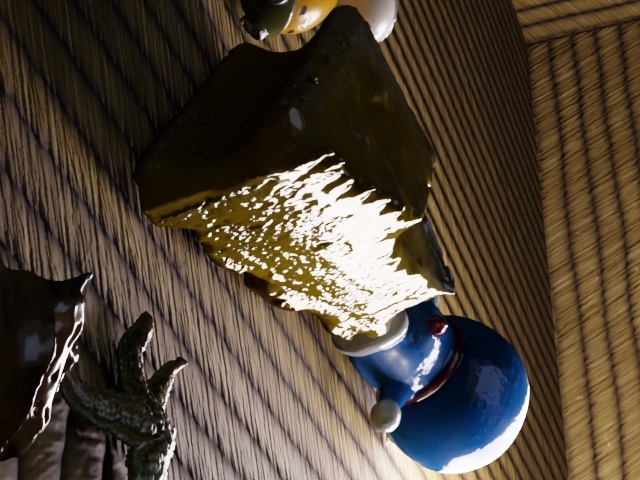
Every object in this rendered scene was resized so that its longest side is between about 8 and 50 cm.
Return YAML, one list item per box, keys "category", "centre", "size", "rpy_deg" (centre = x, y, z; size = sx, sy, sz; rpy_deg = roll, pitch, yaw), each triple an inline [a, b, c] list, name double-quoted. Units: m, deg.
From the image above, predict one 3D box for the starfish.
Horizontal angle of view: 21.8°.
- category: "starfish"
  centre: [-0.117, 0.137, 1.082]
  size: [0.223, 0.050, 0.216]
  rpy_deg: [-75, 157, -49]

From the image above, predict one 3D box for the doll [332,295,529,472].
- category: "doll"
  centre: [0.101, 0.134, 1.695]
  size: [0.257, 0.161, 0.215]
  rpy_deg: [48, 44, -32]

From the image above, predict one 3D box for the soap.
- category: "soap"
  centre: [0.000, 0.000, 1.356]
  size: [0.304, 0.169, 0.338]
  rpy_deg: [63, 19, -15]

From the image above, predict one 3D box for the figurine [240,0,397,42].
- category: "figurine"
  centre: [-0.045, -0.281, 1.575]
  size: [0.141, 0.166, 0.250]
  rpy_deg: [-27, 79, -38]

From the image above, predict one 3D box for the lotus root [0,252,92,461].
- category: "lotus root"
  centre: [-0.193, 0.025, 0.506]
  size: [0.140, 0.257, 0.154]
  rpy_deg: [-172, -89, -73]
